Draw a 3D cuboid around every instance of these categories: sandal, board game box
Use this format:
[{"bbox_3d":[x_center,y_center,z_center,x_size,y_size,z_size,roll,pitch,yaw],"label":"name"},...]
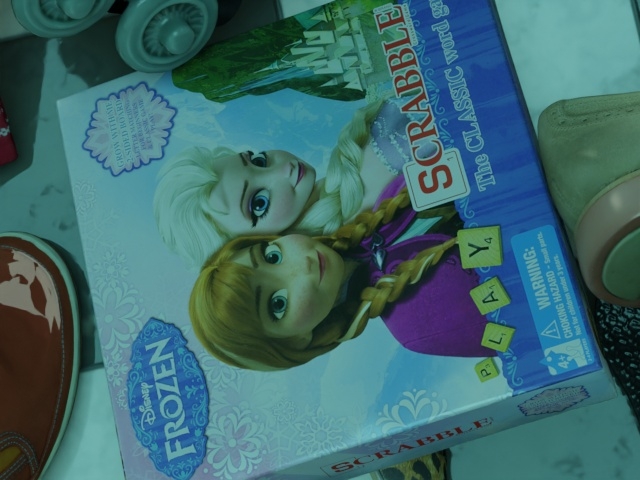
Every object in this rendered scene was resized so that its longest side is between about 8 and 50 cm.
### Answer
[{"bbox_3d":[0.235,0.090,1.309,0.067,0.040,0.179,-15,98,10],"label":"sandal"},{"bbox_3d":[0.000,0.000,1.263,0.318,0.066,0.319,-19,64,10],"label":"board game box"}]

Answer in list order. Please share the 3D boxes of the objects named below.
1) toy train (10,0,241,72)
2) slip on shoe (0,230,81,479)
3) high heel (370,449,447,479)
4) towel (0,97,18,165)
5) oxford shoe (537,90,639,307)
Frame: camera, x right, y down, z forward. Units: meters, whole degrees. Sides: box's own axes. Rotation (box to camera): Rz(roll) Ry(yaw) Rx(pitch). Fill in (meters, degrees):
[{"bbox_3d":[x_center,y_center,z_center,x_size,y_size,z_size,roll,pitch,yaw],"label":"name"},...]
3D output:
[{"bbox_3d":[-0.151,-0.232,1.205,0.190,0.334,0.142,-53,51,20],"label":"toy train"},{"bbox_3d":[-0.255,0.144,1.307,0.123,0.101,0.331,17,73,10],"label":"slip on shoe"},{"bbox_3d":[0.104,0.078,1.293,0.186,0.093,0.261,-20,78,6],"label":"high heel"},{"bbox_3d":[-0.328,-0.124,1.272,0.198,0.275,0.031,-27,39,-18],"label":"towel"},{"bbox_3d":[0.330,-0.061,1.225,0.396,0.140,0.147,-4,49,-23],"label":"oxford shoe"}]
